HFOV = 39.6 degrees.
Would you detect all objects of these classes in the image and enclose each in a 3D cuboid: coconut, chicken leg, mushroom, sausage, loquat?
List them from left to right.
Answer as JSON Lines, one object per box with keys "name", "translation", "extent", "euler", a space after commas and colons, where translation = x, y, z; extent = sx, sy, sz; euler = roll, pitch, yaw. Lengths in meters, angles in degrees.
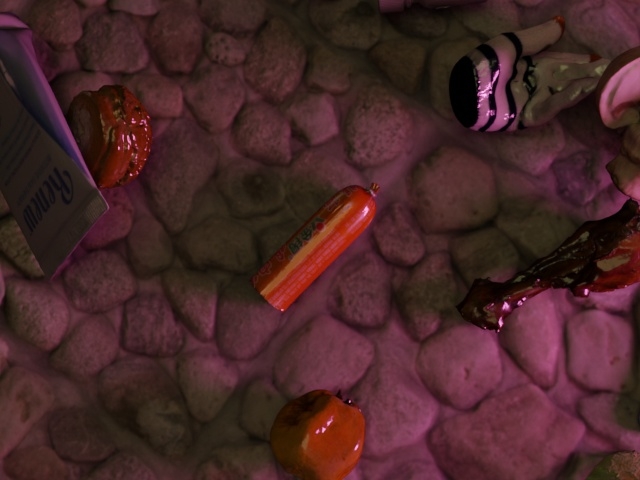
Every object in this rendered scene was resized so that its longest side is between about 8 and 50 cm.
{"name": "sausage", "translation": [0.000, 0.000, 1.300], "extent": [0.071, 0.071, 0.234], "euler": [44, 89, 12]}
{"name": "loquat", "translation": [0.001, 0.273, 1.238], "extent": [0.137, 0.113, 0.137], "euler": [-3, 58, 4]}
{"name": "chicken leg", "translation": [0.335, 0.045, 1.250], "extent": [0.305, 0.093, 0.113], "euler": [-23, 61, 11]}
{"name": "coconut", "translation": [0.408, 0.373, 1.196], "extent": [0.133, 0.055, 0.158], "euler": [-24, 77, 2]}
{"name": "mushroom", "translation": [0.494, -0.156, 1.215], "extent": [0.254, 0.189, 0.195], "euler": [41, 125, 11]}

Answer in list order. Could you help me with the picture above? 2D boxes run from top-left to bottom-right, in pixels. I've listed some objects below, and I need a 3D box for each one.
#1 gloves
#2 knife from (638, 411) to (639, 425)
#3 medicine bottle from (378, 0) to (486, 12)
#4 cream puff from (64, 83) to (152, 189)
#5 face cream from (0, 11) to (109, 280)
{"name": "gloves", "translation": [0.305, -0.230, 1.283], "extent": [0.219, 0.131, 0.140], "euler": [-10, 68, -22]}
{"name": "knife", "translation": [0.496, 0.166, 1.231], "extent": [0.064, 0.031, 0.221], "euler": [22, 88, 6]}
{"name": "medicine bottle", "translation": [0.167, -0.399, 1.325], "extent": [0.168, 0.105, 0.105], "euler": [-5, 80, 7]}
{"name": "cream puff", "translation": [-0.316, -0.153, 1.339], "extent": [0.165, 0.115, 0.150], "euler": [-51, 57, 31]}
{"name": "face cream", "translation": [-0.452, -0.170, 1.344], "extent": [0.235, 0.137, 0.420], "euler": [-39, 75, 42]}
